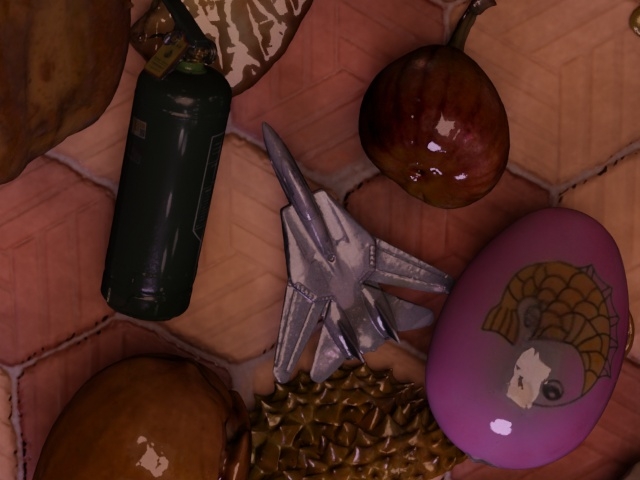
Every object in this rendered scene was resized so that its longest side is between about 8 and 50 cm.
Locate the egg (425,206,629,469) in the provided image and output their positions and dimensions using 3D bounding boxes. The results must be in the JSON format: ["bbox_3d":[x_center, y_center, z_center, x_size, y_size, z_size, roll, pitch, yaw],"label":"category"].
[{"bbox_3d":[0.210,0.097,1.791,0.196,0.196,0.271,13,73,-9],"label":"egg"}]

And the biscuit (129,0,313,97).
[{"bbox_3d":[-0.073,-0.282,1.766,0.154,0.045,0.299,24,97,-10],"label":"biscuit"}]

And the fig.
[{"bbox_3d":[0.109,-0.132,1.777,0.149,0.148,0.202,1,60,-36],"label":"fig"}]

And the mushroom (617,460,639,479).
[{"bbox_3d":[0.320,0.401,1.920,0.128,0.128,0.350,20,103,-10],"label":"mushroom"}]

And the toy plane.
[{"bbox_3d":[-0.002,0.000,1.817,0.212,0.088,0.267,-28,94,-6],"label":"toy plane"}]

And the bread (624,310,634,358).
[{"bbox_3d":[0.282,0.100,1.897,0.110,0.024,0.110,0,98,-2],"label":"bread"}]

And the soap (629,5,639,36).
[{"bbox_3d":[0.358,-0.247,1.840,0.034,0.012,0.089,44,94,-13],"label":"soap"}]

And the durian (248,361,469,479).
[{"bbox_3d":[0.015,0.215,1.853,0.260,0.154,0.186,-34,79,-7],"label":"durian"}]

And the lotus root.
[{"bbox_3d":[-0.333,-0.208,1.666,0.316,0.316,0.250,-8,121,-5],"label":"lotus root"}]

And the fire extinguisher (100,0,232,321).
[{"bbox_3d":[-0.152,-0.082,1.746,0.095,0.114,0.311,-10,123,-42],"label":"fire extinguisher"}]

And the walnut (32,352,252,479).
[{"bbox_3d":[-0.202,0.263,1.788,0.209,0.209,0.336,31,98,-12],"label":"walnut"}]
